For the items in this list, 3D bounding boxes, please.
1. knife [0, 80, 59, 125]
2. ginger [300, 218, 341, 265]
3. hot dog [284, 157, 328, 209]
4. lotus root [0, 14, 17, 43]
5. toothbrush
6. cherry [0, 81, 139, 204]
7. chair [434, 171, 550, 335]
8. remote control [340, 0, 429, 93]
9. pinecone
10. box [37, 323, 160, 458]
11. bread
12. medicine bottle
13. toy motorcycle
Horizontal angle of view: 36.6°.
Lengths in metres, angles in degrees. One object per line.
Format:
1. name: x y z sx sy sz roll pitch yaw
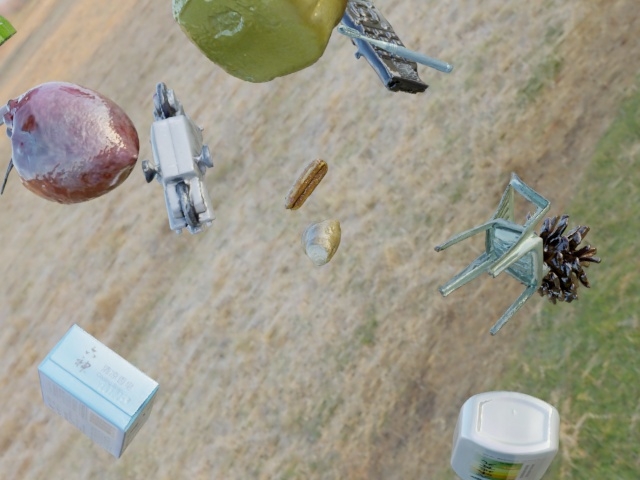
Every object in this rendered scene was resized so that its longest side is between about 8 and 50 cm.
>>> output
1. knife: -0.626 -0.237 1.929 0.278 0.053 0.123 -36 26 8
2. ginger: 0.001 0.002 1.936 0.190 0.069 0.095 -175 92 -82
3. hot dog: -0.037 -0.129 2.232 0.038 0.062 0.144 42 99 30
4. lotus root: -0.621 -0.349 1.580 0.186 0.186 0.186 -44 22 23
5. toothbrush: 0.120 -0.298 1.506 0.019 0.219 0.016 19 95 58
6. cherry: -0.380 -0.148 1.511 0.250 0.175 0.192 11 95 31
7. chair: 0.364 0.009 1.927 0.275 0.203 0.190 -36 49 -25
8. remote control: 0.101 -0.452 2.086 0.062 0.145 0.398 -54 48 32
9. pinecone: 0.533 0.035 2.219 0.201 0.229 0.202 -30 4 23
10. box: -0.311 0.216 1.351 0.083 0.143 0.232 -54 -2 -24
11. bread: -0.097 -0.373 1.514 0.270 0.270 0.148 -28 40 49
12. medicine bottle: 0.340 0.391 1.824 0.324 0.179 0.124 86 -169 -63
13. toy motorcycle: -0.230 -0.128 1.610 0.171 0.110 0.260 76 178 -70
